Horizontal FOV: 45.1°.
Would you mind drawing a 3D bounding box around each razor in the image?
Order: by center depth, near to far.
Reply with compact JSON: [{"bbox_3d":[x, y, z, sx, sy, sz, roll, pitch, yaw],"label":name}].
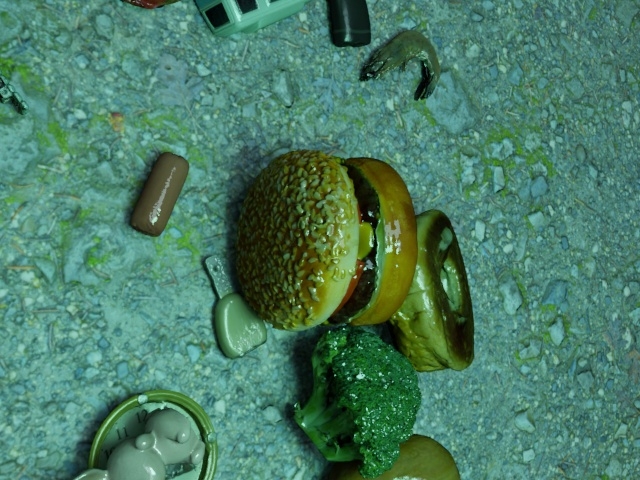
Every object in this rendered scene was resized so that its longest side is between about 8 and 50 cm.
[{"bbox_3d":[0.059,-0.478,1.609,0.090,0.054,0.148,-12,92,-37],"label":"razor"}]

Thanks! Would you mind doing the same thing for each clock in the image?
[{"bbox_3d":[-0.287,0.369,1.308,0.237,0.057,0.237,4,83,-35],"label":"clock"}]

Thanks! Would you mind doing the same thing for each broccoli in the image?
[{"bbox_3d":[0.060,0.289,1.429,0.245,0.294,0.265,-45,124,4],"label":"broccoli"}]

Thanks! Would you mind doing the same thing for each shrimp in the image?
[{"bbox_3d":[0.179,-0.366,1.682,0.219,0.046,0.152,-36,102,-30],"label":"shrimp"}]

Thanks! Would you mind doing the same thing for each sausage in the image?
[{"bbox_3d":[-0.279,-0.083,1.350,0.062,0.062,0.154,29,72,-27],"label":"sausage"}]

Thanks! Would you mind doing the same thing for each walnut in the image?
[{"bbox_3d":[0.131,0.473,1.486,0.297,0.203,0.203,-6,89,-30],"label":"walnut"}]

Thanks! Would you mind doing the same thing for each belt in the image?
[{"bbox_3d":[-0.538,-0.269,1.202,0.100,0.065,0.179,-24,99,-22],"label":"belt"}]

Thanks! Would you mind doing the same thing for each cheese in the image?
[{"bbox_3d":[-0.166,0.118,1.418,0.097,0.037,0.192,-26,101,-33],"label":"cheese"}]

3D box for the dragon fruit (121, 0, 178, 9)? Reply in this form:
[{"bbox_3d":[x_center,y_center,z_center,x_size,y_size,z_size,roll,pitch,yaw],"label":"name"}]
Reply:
[{"bbox_3d":[-0.313,-0.520,1.292,0.262,0.211,0.134,47,56,-14],"label":"dragon fruit"}]

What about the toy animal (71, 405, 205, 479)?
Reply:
[{"bbox_3d":[-0.288,0.362,1.207,0.212,0.124,0.124,-40,107,-25],"label":"toy animal"}]

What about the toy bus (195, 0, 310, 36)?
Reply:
[{"bbox_3d":[-0.105,-0.497,1.461,0.271,0.133,0.165,-32,108,-28],"label":"toy bus"}]

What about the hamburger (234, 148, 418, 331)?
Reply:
[{"bbox_3d":[0.000,0.000,1.376,0.250,0.330,0.330,-3,87,-31],"label":"hamburger"}]

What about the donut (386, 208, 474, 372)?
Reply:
[{"bbox_3d":[0.206,0.103,1.549,0.330,0.159,0.330,-13,90,-71],"label":"donut"}]
